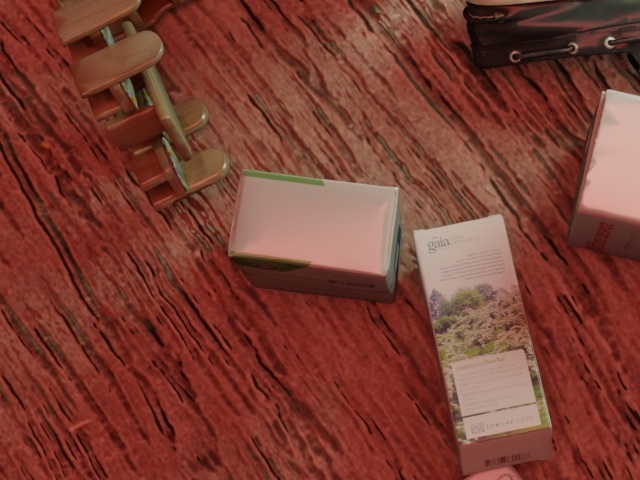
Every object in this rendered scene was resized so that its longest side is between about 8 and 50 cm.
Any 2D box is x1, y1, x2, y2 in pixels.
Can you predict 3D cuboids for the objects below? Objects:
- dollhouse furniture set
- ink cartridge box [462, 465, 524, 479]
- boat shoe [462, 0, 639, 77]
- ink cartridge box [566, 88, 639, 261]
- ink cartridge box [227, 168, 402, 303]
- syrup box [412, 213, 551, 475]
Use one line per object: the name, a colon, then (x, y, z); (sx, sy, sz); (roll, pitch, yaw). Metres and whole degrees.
dollhouse furniture set: (-0.161, -0.197, 1.905); (0.161, 0.212, 0.242); (-25, 54, 2)
ink cartridge box: (0.219, 0.389, 1.869); (0.165, 0.065, 0.332); (-38, 80, -2)
boat shoe: (0.314, -0.218, 1.925); (0.340, 0.127, 0.113); (-2, 111, -4)
ink cartridge box: (0.404, -0.035, 1.833); (0.306, 0.226, 0.131); (12, 82, 7)
ink cartridge box: (0.000, 0.000, 1.863); (0.154, 0.212, 0.093); (7, 80, 6)
syrup box: (0.160, 0.102, 1.868); (0.093, 0.096, 0.236); (-12, 64, 2)
